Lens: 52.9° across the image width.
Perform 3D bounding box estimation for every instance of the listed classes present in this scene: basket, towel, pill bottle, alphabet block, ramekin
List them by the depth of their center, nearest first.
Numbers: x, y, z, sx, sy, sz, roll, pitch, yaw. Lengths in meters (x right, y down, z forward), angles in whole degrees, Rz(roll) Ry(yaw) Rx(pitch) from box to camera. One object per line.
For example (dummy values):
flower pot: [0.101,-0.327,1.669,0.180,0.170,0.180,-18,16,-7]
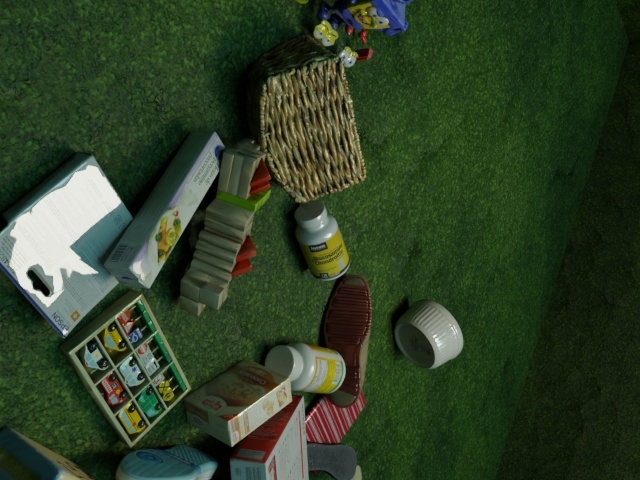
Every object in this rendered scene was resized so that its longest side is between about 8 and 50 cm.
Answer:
alphabet block: [-0.458,0.450,1.032,0.193,0.192,0.197,-55,138,-21]
basket: [-0.054,-0.258,1.387,0.214,0.223,0.299,-21,124,-9]
pill bottle: [0.000,0.000,1.533,0.103,0.103,0.184,-48,135,-31]
pill bottle: [-0.039,0.312,1.578,0.208,0.118,0.117,24,83,-53]
towel: [0.025,0.495,1.794,0.275,0.031,0.198,-47,135,-32]
ramekin: [0.322,0.294,1.970,0.109,0.207,0.207,-30,125,-32]

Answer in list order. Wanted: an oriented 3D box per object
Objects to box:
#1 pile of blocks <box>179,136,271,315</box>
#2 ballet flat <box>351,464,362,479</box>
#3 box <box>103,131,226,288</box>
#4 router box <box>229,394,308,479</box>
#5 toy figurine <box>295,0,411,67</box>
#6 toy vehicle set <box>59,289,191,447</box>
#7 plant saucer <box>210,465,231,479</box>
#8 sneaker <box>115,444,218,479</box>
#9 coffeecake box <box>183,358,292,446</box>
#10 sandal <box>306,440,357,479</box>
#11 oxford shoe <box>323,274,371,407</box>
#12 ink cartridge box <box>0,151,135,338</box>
pile of blocks: [-0.163,-0.017,1.270,0.149,0.113,0.362,-14,125,-80]
ballet flat: [0.075,0.792,1.917,0.248,0.086,0.086,-52,137,-28]
box: [-0.267,-0.062,1.150,0.063,0.067,0.324,61,42,-45]
router box: [-0.107,0.575,1.488,0.301,0.082,0.335,-44,133,-71]
toy figurine: [0.089,-0.531,1.351,0.362,0.217,0.191,32,66,-51]
toy vehicle set: [-0.358,0.244,1.214,0.166,0.035,0.266,-44,133,-34]
plant saucer: [-0.212,0.653,1.441,0.278,0.041,0.277,-14,90,-72]
sneaker: [-0.317,0.516,1.238,0.208,0.127,0.319,-67,160,-8]
coffeecake box: [-0.177,0.345,1.391,0.185,0.142,0.068,-28,122,-44]
sandal: [0.015,0.591,1.753,0.254,0.054,0.097,34,66,-41]
oxford shoe: [0.075,0.264,1.732,0.130,0.123,0.348,9,90,-77]
ink cartridge box: [-0.410,0.008,1.057,0.224,0.045,0.223,-51,138,-31]
